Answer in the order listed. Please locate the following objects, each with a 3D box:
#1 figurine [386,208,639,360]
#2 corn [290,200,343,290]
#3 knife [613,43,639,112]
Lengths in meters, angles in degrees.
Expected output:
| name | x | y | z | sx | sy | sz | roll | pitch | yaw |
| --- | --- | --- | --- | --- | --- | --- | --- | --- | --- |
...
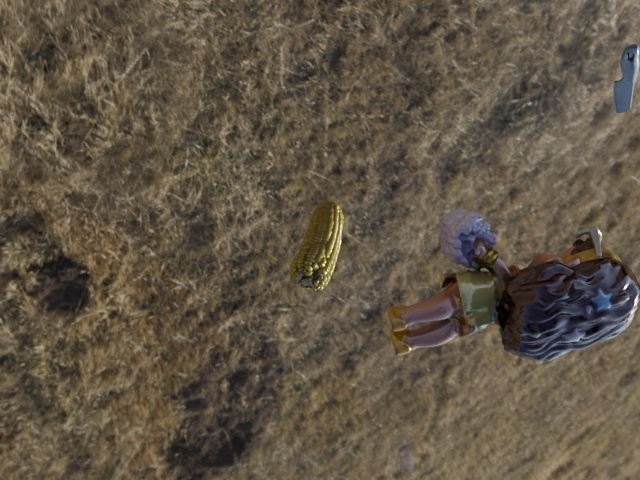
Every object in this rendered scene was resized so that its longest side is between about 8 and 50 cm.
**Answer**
| name | x | y | z | sx | sy | sz | roll | pitch | yaw |
| --- | --- | --- | --- | --- | --- | --- | --- | --- | --- |
| figurine | 0.188 | 0.060 | 0.526 | 0.240 | 0.115 | 0.174 | -6 | 134 | 9 |
| corn | 0.004 | 0.003 | 1.293 | 0.102 | 0.312 | 0.101 | 9 | 132 | 10 |
| knife | 0.663 | -0.341 | 1.129 | 0.313 | 0.045 | 0.019 | 25 | 81 | -60 |
